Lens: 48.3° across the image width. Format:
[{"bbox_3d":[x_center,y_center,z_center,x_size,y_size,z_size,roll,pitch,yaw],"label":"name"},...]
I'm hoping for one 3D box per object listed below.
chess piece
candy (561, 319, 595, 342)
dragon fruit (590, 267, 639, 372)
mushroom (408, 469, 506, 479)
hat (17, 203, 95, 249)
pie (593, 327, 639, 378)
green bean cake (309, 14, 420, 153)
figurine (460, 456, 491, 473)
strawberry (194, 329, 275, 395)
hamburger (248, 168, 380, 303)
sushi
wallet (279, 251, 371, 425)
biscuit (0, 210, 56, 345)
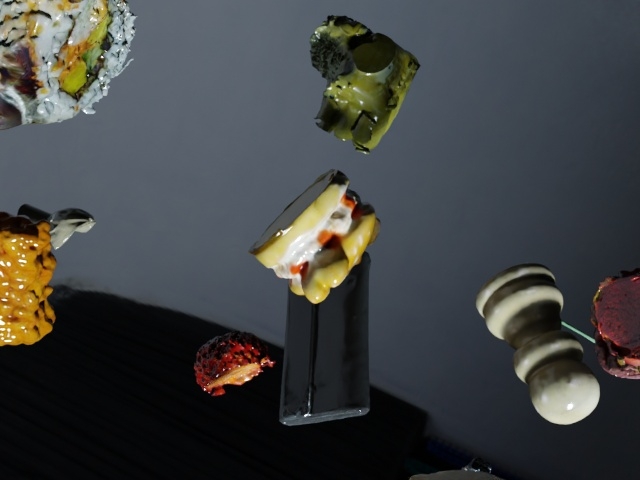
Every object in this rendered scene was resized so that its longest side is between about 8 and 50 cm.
[{"bbox_3d":[0.429,0.205,1.371,0.167,0.167,0.300,94,-18,-49],"label":"chess piece"},{"bbox_3d":[0.548,0.202,1.439,0.061,0.202,0.061,-47,156,-29],"label":"candy"},{"bbox_3d":[0.444,0.097,0.973,0.133,0.150,0.207,-40,180,26],"label":"dragon fruit"},{"bbox_3d":[0.324,0.476,1.100,0.154,0.407,0.137,21,92,-45],"label":"mushroom"},{"bbox_3d":[-0.725,-0.072,1.967,0.144,0.173,0.166,-42,-173,17],"label":"hat"},{"bbox_3d":[0.547,0.168,1.230,0.038,0.153,0.153,23,88,-40],"label":"pie"},{"bbox_3d":[0.083,-0.411,1.781,0.310,0.285,0.202,-64,-178,-38],"label":"green bean cake"},{"bbox_3d":[0.352,0.536,1.638,0.079,0.077,0.136,-48,159,-47],"label":"figurine"},{"bbox_3d":[-0.157,0.212,1.269,0.145,0.145,0.086,90,-19,-61],"label":"strawberry"},{"bbox_3d":[0.000,0.000,1.497,0.261,0.186,0.303,-43,-173,10],"label":"hamburger"},{"bbox_3d":[-0.523,-0.403,1.416,0.417,0.176,0.417,-52,176,-5],"label":"sushi"},{"bbox_3d":[0.012,0.222,1.686,0.062,0.228,0.406,46,38,-48],"label":"wallet"},{"bbox_3d":[-0.684,0.076,1.389,0.110,0.318,0.312,-103,-156,-54],"label":"biscuit"}]
